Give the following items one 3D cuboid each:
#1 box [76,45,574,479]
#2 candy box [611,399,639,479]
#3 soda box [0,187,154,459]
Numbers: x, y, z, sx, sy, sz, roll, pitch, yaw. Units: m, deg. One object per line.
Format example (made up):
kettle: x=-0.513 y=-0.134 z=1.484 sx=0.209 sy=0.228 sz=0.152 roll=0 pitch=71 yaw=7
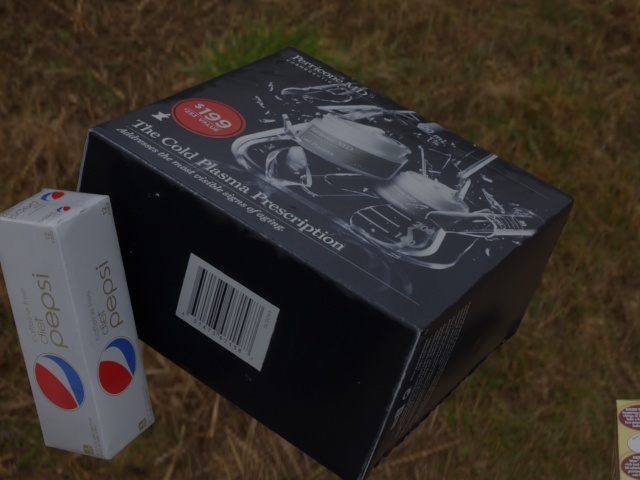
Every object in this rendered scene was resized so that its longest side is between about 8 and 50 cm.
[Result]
box: x=0.000 y=0.000 z=1.116 sx=0.343 sy=0.179 sz=0.312 roll=31 pitch=34 yaw=19
candy box: x=0.436 y=0.391 z=1.613 sx=0.087 sy=0.183 sz=0.316 roll=1 pitch=45 yaw=11
soda box: x=-0.202 y=0.070 z=1.003 sx=0.074 sy=0.216 sz=0.069 roll=7 pitch=27 yaw=30
